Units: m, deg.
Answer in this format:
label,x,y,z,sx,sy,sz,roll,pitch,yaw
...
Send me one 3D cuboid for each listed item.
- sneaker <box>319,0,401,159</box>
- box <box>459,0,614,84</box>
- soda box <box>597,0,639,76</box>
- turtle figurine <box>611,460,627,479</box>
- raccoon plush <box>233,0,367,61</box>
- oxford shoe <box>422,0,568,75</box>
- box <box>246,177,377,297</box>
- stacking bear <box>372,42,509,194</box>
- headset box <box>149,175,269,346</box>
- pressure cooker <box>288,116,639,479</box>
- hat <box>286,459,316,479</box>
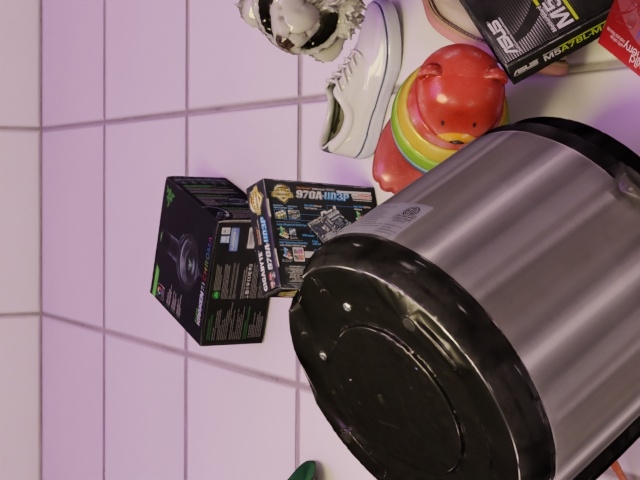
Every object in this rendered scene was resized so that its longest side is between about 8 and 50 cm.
label,x,y,z,sx,sy,sz,roll,pitch,yaw
sneaker,0.058,-0.246,2.124,0.094,0.091,0.258,39,124,55
box,0.270,-0.304,1.665,0.190,0.184,0.045,66,-176,36
soda box,0.414,-0.187,1.471,0.263,0.092,0.083,54,136,47
turtle figurine,0.269,0.306,1.743,0.269,0.087,0.217,45,108,31
raccoon plush,0.067,-0.436,1.900,0.216,0.446,0.299,43,152,7
oxford shoe,0.212,-0.345,1.798,0.397,0.140,0.146,53,130,46
box,0.000,0.000,2.103,0.051,0.220,0.175,-28,67,48
stacking bear,0.166,-0.159,1.741,0.289,0.175,0.164,93,-173,-79
headset box,-0.204,0.030,2.573,0.283,0.131,0.246,39,123,56
pressure cooker,0.225,0.067,1.521,0.370,0.420,0.375,39,146,25
hat,0.002,0.503,2.320,0.173,0.183,0.208,-49,7,42
